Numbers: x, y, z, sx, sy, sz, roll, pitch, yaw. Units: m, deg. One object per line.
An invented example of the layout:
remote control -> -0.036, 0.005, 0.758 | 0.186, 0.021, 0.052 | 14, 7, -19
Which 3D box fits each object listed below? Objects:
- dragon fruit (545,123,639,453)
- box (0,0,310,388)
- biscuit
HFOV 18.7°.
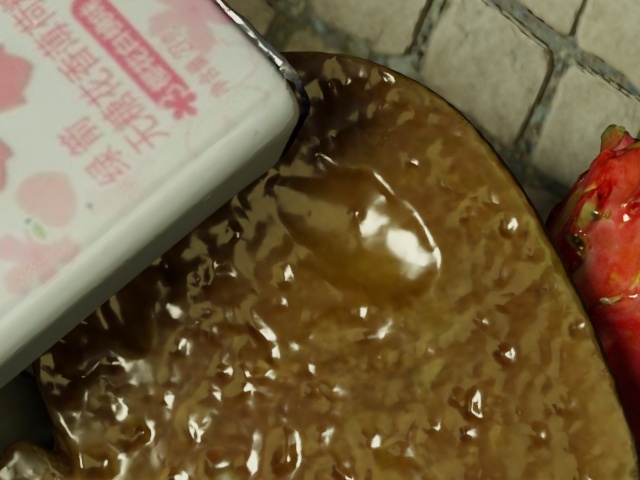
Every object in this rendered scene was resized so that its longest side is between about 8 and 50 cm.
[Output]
dragon fruit -> 0.235, 0.050, 1.084 | 0.268, 0.210, 0.205 | 24, 92, -31
box -> -0.194, -0.011, 0.864 | 0.369, 0.112, 0.190 | -39, 85, -21
biscuit -> -0.011, 0.092, 0.969 | 0.314, 0.063, 0.367 | -23, 84, -5
